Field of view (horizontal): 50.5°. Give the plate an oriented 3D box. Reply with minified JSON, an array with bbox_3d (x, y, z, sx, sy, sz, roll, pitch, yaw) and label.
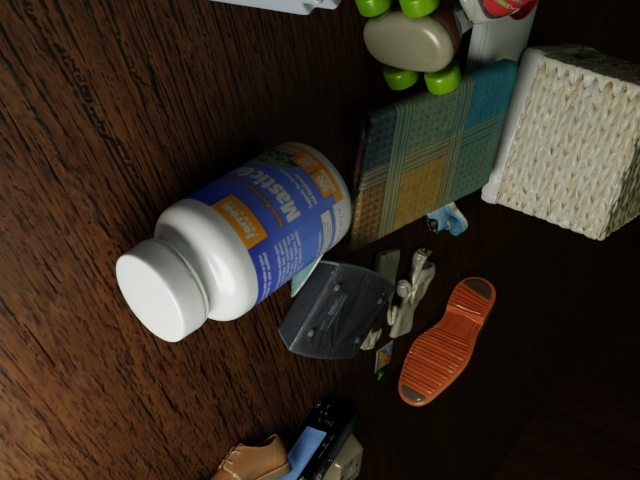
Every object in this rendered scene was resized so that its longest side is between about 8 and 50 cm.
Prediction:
[{"bbox_3d":[0.000,0.000,1.008,0.188,0.024,0.188,-58,-178,3],"label":"plate"}]

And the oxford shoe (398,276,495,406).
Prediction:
[{"bbox_3d":[0.306,0.256,1.592,0.364,0.129,0.133,-47,150,-26],"label":"oxford shoe"}]

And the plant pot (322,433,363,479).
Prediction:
[{"bbox_3d":[0.021,0.422,1.313,0.109,0.096,0.109,-24,129,-45],"label":"plant pot"}]

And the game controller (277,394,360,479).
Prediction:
[{"bbox_3d":[-0.046,0.408,1.171,0.319,0.067,0.166,-54,-176,-19],"label":"game controller"}]

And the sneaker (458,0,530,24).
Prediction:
[{"bbox_3d":[0.211,-0.425,0.884,0.279,0.118,0.107,56,34,-35],"label":"sneaker"}]

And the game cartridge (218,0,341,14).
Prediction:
[{"bbox_3d":[-0.118,-0.300,0.545,0.062,0.198,0.297,-61,148,-7],"label":"game cartridge"}]

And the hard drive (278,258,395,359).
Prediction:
[{"bbox_3d":[0.030,0.116,1.146,0.172,0.054,0.254,-61,152,3],"label":"hard drive"}]

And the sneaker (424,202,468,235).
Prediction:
[{"bbox_3d":[0.245,-0.046,1.383,0.073,0.063,0.162,-47,143,4],"label":"sneaker"}]

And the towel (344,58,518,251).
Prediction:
[{"bbox_3d":[0.192,-0.152,1.169,0.370,0.040,0.272,-26,139,-33],"label":"towel"}]

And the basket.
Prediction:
[{"bbox_3d":[0.553,-0.216,1.406,0.328,0.266,0.332,-19,127,-48],"label":"basket"}]

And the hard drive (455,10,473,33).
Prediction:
[{"bbox_3d":[0.230,-0.509,1.055,0.233,0.047,0.353,-39,140,-36],"label":"hard drive"}]

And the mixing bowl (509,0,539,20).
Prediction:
[{"bbox_3d":[0.279,-0.437,1.036,0.181,0.098,0.182,-33,135,-41],"label":"mixing bowl"}]

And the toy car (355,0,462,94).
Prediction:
[{"bbox_3d":[0.164,-0.333,0.979,0.188,0.148,0.155,-51,135,-23],"label":"toy car"}]

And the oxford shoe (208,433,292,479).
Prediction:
[{"bbox_3d":[-0.142,0.372,1.090,0.212,0.076,0.076,-14,88,-45],"label":"oxford shoe"}]

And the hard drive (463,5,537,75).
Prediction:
[{"bbox_3d":[0.328,-0.336,1.263,0.203,0.040,0.308,-45,152,-29],"label":"hard drive"}]

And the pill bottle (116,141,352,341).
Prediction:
[{"bbox_3d":[-0.099,0.000,0.811,0.272,0.152,0.152,-37,138,-38],"label":"pill bottle"}]

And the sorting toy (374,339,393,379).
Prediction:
[{"bbox_3d":[0.136,0.259,1.451,0.062,0.012,0.083,-30,133,-43],"label":"sorting toy"}]

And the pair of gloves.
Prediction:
[{"bbox_3d":[0.158,0.113,1.361,0.240,0.042,0.204,-1,111,-56],"label":"pair of gloves"}]
